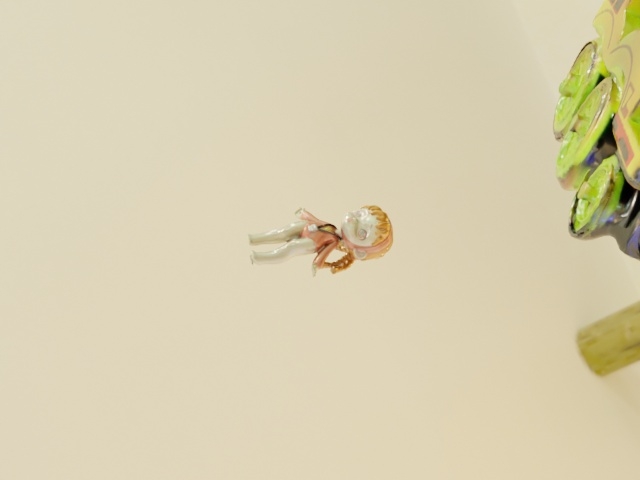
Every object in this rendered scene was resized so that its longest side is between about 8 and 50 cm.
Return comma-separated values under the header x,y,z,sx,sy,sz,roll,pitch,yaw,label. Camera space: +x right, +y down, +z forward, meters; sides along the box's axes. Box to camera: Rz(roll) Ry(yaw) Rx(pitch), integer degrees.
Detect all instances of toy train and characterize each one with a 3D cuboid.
x,y,z,sx,sy,sz,roll,pitch,yaw,label
0.237,-0.092,0.670,0.100,0.160,0.296,22,-150,-4,toy train

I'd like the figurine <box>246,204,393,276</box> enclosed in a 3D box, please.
x,y,z,sx,sy,sz,roll,pitch,yaw,label
0.000,0.000,0.712,0.109,0.047,0.064,-8,-123,-11,figurine
